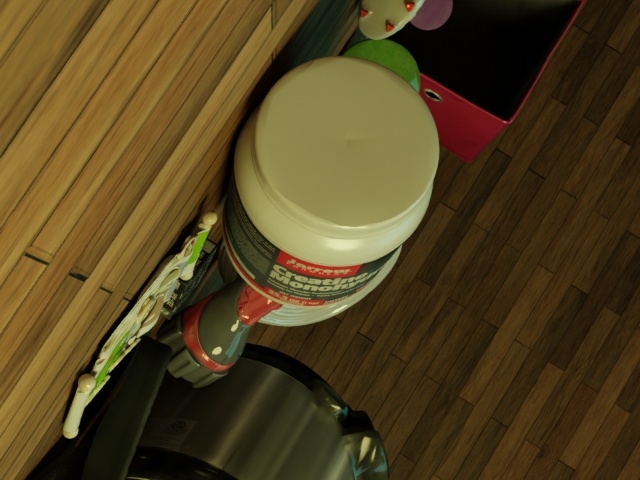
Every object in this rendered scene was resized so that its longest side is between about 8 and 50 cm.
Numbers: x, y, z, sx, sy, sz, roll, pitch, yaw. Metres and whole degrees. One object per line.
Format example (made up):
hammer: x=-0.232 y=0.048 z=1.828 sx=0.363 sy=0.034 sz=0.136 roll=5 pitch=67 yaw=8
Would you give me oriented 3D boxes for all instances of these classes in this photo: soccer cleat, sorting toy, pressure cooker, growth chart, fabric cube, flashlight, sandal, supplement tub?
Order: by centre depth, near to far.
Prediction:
supplement tub: x=0.003 y=-0.049 z=1.051 sx=0.191 sy=0.191 sz=0.272 roll=-57 pitch=178 yaw=-19
growth chart: x=-0.186 y=0.087 z=1.058 sx=0.237 sy=0.021 sz=0.172 roll=-56 pitch=179 yaw=-26
sandal: x=-0.275 y=0.284 z=1.089 sx=0.167 sy=0.107 sz=0.445 roll=119 pitch=-9 yaw=-45
soccer cleat: x=0.107 y=-0.324 z=1.219 sx=0.196 sy=0.068 sz=0.076 roll=-61 pitch=180 yaw=21
flashlight: x=-0.065 y=0.073 z=1.283 sx=0.304 sy=0.103 sz=0.103 roll=-33 pitch=-174 yaw=28
pressure cooker: x=-0.129 y=0.344 z=1.429 sx=0.375 sy=0.370 sz=0.420 roll=-58 pitch=178 yaw=28
sorting toy: x=0.046 y=-0.205 z=1.449 sx=0.365 sy=0.127 sz=0.126 roll=-57 pitch=-157 yaw=10
fabric cube: x=0.233 y=-0.320 z=1.730 sx=0.259 sy=0.254 sz=0.258 roll=-58 pitch=180 yaw=-11

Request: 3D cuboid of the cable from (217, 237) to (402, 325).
cable: x=-0.008 y=0.014 z=1.412 sx=0.257 sy=0.089 sz=0.257 roll=-36 pitch=143 yaw=14

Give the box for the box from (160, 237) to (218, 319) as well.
box: x=-0.153 y=0.044 z=1.212 sx=0.067 sy=0.018 sz=0.083 roll=-59 pitch=178 yaw=42
